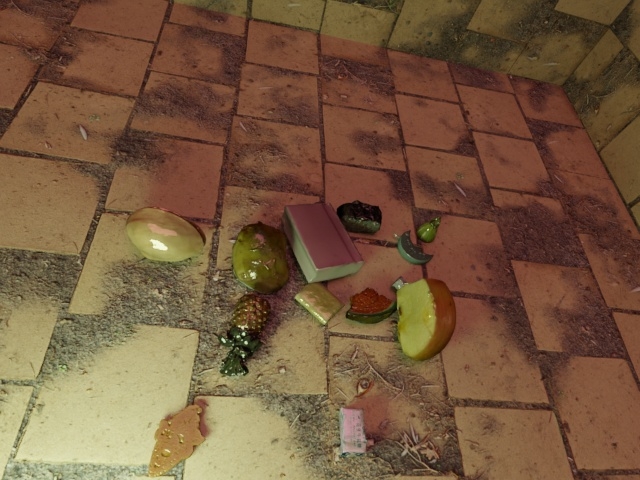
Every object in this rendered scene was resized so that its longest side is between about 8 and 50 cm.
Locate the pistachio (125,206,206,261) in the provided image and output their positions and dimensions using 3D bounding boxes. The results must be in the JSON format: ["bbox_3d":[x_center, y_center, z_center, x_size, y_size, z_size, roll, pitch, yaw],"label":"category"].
[{"bbox_3d":[-0.631,-0.024,1.743,0.318,0.213,0.193,12,16,-13],"label":"pistachio"}]

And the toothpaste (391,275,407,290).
[{"bbox_3d":[0.447,0.290,1.919,0.299,0.073,0.114,47,55,6],"label":"toothpaste"}]

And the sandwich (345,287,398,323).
[{"bbox_3d":[0.205,0.296,1.841,0.235,0.079,0.159,-21,54,-31],"label":"sandwich"}]

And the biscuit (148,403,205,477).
[{"bbox_3d":[-0.481,0.664,1.415,0.163,0.035,0.250,28,53,10],"label":"biscuit"}]

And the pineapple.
[{"bbox_3d":[-0.298,0.360,1.621,0.170,0.141,0.309,19,61,-8],"label":"pineapple"}]

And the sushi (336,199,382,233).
[{"bbox_3d":[0.188,-0.115,2.080,0.225,0.124,0.127,6,55,-5],"label":"sushi"}]

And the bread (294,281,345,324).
[{"bbox_3d":[-0.005,0.259,1.808,0.178,0.060,0.139,42,55,14],"label":"bread"}]

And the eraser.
[{"bbox_3d":[0.000,0.000,1.921,0.272,0.122,0.359,-10,56,-33],"label":"eraser"}]

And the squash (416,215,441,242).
[{"bbox_3d":[0.557,-0.065,2.144,0.105,0.132,0.105,9,53,-12],"label":"squash"}]

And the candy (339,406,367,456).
[{"bbox_3d":[0.116,0.693,1.542,0.092,0.073,0.160,5,56,-7],"label":"candy"}]

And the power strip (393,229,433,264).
[{"bbox_3d":[0.447,0.033,2.101,0.137,0.044,0.216,-30,70,-30],"label":"power strip"}]

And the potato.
[{"bbox_3d":[-0.249,0.060,1.796,0.247,0.196,0.299,-13,63,-22],"label":"potato"}]

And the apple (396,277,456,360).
[{"bbox_3d":[0.438,0.333,1.768,0.253,0.314,0.308,-11,68,16],"label":"apple"}]
